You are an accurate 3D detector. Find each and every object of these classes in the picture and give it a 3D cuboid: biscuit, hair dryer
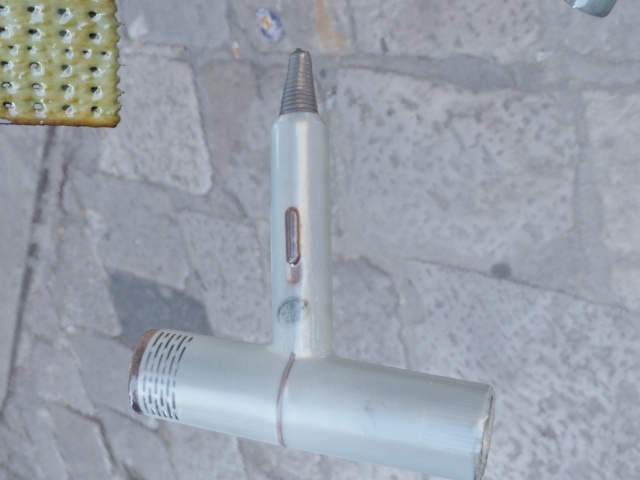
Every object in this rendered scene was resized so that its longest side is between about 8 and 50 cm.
[{"bbox_3d":[-0.249,-0.209,0.889,0.016,0.139,0.232,-98,11,-57],"label":"biscuit"},{"bbox_3d":[0.008,-0.001,0.420,0.154,0.044,0.183,9,83,15],"label":"hair dryer"}]

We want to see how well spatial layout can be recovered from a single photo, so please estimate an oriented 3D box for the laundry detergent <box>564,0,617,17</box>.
[{"bbox_3d":[0.367,-0.443,1.059,0.263,0.125,0.398,29,123,7],"label":"laundry detergent"}]
